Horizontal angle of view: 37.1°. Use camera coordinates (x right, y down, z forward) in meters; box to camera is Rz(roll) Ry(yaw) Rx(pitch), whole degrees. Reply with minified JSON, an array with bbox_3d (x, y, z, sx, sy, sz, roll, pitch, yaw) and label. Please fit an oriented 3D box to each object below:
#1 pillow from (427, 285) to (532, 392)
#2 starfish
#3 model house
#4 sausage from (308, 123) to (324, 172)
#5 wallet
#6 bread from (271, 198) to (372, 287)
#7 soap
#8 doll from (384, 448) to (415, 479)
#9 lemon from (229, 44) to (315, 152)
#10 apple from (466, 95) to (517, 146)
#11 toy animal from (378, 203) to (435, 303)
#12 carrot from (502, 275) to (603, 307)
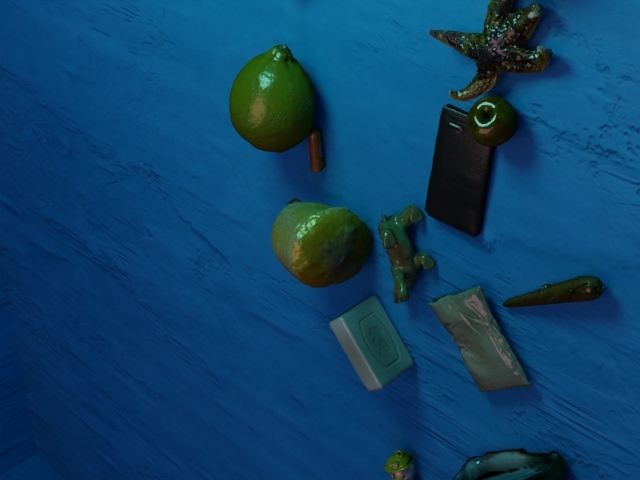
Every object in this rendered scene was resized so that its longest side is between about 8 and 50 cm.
[{"bbox_3d":[0.323,0.204,1.931,0.148,0.050,0.229,-24,96,56],"label":"pillow"},{"bbox_3d":[0.292,-0.332,1.627,0.216,0.071,0.238,46,130,26],"label":"starfish"},{"bbox_3d":[0.424,0.589,1.963,0.253,0.184,0.291,-22,100,47],"label":"model house"},{"bbox_3d":[-0.011,-0.202,2.065,0.031,0.031,0.107,19,125,40],"label":"sausage"},{"bbox_3d":[0.266,-0.129,1.807,0.124,0.025,0.244,28,130,31],"label":"wallet"},{"bbox_3d":[-0.001,0.004,2.070,0.170,0.197,0.197,33,136,50],"label":"bread"},{"bbox_3d":[0.114,0.229,2.120,0.064,0.121,0.183,-31,89,53],"label":"soap"},{"bbox_3d":[0.198,0.586,2.281,0.129,0.081,0.207,5,115,25],"label":"doll"},{"bbox_3d":[-0.101,-0.291,1.992,0.184,0.184,0.248,29,132,34],"label":"lemon"},{"bbox_3d":[0.301,-0.210,1.673,0.089,0.074,0.089,-1,88,29],"label":"apple"},{"bbox_3d":[0.168,0.034,1.978,0.101,0.103,0.218,21,132,63],"label":"toy animal"},{"bbox_3d":[0.424,0.102,1.763,0.254,0.049,0.049,-20,97,56],"label":"carrot"}]
